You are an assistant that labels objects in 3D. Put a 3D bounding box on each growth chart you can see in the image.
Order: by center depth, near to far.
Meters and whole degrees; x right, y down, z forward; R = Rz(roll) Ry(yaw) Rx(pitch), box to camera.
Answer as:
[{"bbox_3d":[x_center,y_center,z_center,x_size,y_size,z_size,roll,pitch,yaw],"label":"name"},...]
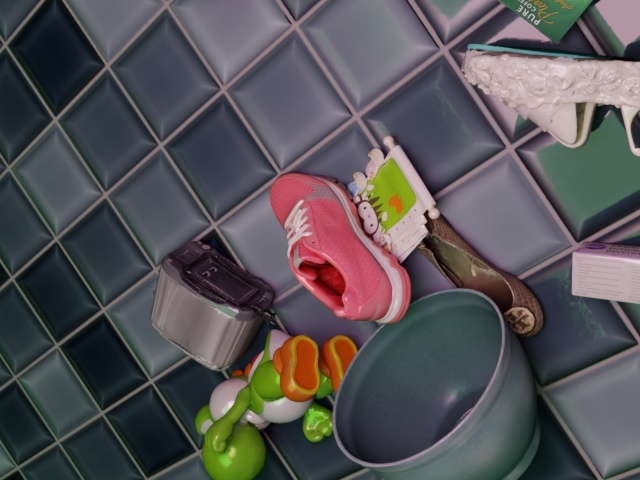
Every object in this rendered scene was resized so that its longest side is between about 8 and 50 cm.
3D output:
[{"bbox_3d":[0.083,-0.025,1.171,0.172,0.021,0.237,54,128,28],"label":"growth chart"}]

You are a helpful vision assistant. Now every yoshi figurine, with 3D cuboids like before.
[{"bbox_3d":[-0.087,0.299,1.286,0.203,0.203,0.362,47,131,-6],"label":"yoshi figurine"}]

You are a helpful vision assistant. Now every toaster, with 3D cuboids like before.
[{"bbox_3d":[-0.183,0.117,1.316,0.227,0.129,0.146,31,121,12],"label":"toaster"}]

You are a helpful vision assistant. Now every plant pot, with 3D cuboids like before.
[{"bbox_3d":[0.191,0.243,1.108,0.293,0.293,0.196,-31,117,30],"label":"plant pot"}]

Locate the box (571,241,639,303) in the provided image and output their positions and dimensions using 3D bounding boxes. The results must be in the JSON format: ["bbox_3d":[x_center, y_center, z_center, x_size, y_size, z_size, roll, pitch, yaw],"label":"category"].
[{"bbox_3d":[0.487,0.052,0.976,0.324,0.063,0.067,5,108,34],"label":"box"}]

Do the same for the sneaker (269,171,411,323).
[{"bbox_3d":[0.000,0.000,1.145,0.314,0.136,0.116,48,125,32],"label":"sneaker"}]

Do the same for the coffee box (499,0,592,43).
[{"bbox_3d":[0.307,-0.348,0.949,0.113,0.040,0.184,36,132,3],"label":"coffee box"}]

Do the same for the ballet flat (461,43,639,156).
[{"bbox_3d":[0.363,-0.170,0.943,0.408,0.147,0.147,8,109,24],"label":"ballet flat"}]

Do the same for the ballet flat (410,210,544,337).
[{"bbox_3d":[0.223,0.052,1.135,0.250,0.058,0.084,46,118,7],"label":"ballet flat"}]
